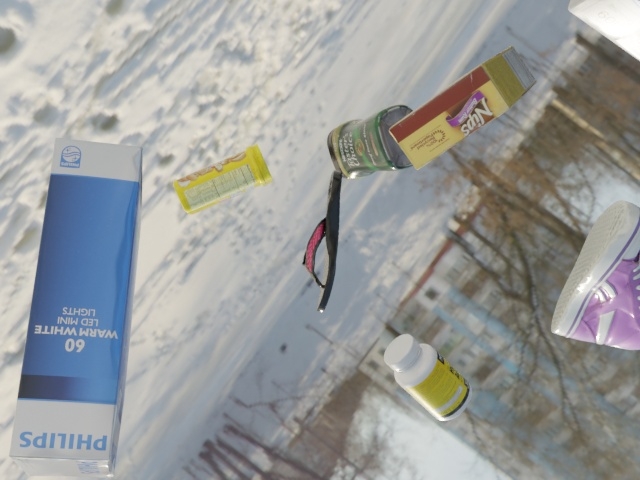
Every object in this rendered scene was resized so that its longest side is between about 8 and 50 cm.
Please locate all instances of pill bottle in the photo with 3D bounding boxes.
[{"bbox_3d":[0.135,0.173,1.098,0.065,0.116,0.065,-37,-155,20],"label":"pill bottle"}]

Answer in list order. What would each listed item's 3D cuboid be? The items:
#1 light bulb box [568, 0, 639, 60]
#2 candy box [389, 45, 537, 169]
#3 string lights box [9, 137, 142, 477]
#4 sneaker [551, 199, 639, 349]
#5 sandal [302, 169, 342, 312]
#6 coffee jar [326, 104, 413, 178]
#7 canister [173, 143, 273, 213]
[{"bbox_3d":[0.594,-0.359,1.106,0.225,0.358,0.361,-66,-165,-17],"label":"light bulb box"},{"bbox_3d":[0.148,-0.138,0.866,0.109,0.053,0.186,-33,-178,27],"label":"candy box"},{"bbox_3d":[-0.198,0.061,0.725,0.133,0.076,0.260,120,-26,-65],"label":"string lights box"},{"bbox_3d":[0.434,0.057,1.182,0.282,0.161,0.102,92,18,-56],"label":"sneaker"},{"bbox_3d":[0.000,0.000,1.075,0.067,0.040,0.179,143,-49,-81],"label":"sandal"},{"bbox_3d":[0.081,-0.150,1.343,0.079,0.096,0.184,-22,-173,-24],"label":"coffee jar"},{"bbox_3d":[-0.180,-0.111,1.594,0.170,0.073,0.126,-24,180,-2],"label":"canister"}]
